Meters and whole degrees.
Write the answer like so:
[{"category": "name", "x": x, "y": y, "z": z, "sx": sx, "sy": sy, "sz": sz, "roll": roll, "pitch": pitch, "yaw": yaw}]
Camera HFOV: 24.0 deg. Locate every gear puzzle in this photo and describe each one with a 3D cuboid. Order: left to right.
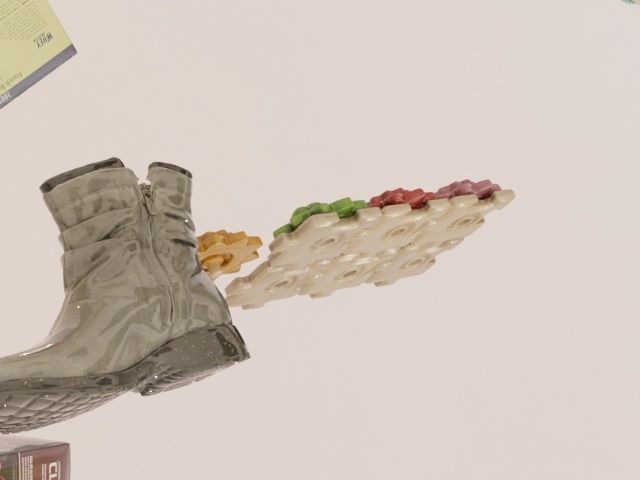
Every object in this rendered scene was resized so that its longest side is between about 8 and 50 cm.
[{"category": "gear puzzle", "x": 0.000, "y": 0.000, "z": 1.318, "sx": 0.339, "sy": 0.175, "sz": 0.044, "roll": -8, "pitch": -113, "yaw": -38}]

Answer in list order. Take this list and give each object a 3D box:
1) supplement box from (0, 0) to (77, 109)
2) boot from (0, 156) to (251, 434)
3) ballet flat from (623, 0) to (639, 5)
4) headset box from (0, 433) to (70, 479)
[{"category": "supplement box", "x": -0.214, "y": -0.134, "z": 0.944, "sx": 0.083, "sy": 0.056, "sz": 0.083, "roll": -39, "pitch": -48, "yaw": -13}, {"category": "boot", "x": -0.158, "y": 0.030, "z": 0.996, "sx": 0.246, "sy": 0.083, "sz": 0.161, "roll": -11, "pitch": -103, "yaw": -54}, {"category": "ballet flat", "x": 0.190, "y": -0.146, "z": 0.722, "sx": 0.168, "sy": 0.052, "sz": 0.057, "roll": -36, "pitch": -80, "yaw": -52}, {"category": "headset box", "x": -0.352, "y": 0.211, "z": 1.188, "sx": 0.293, "sy": 0.218, "sz": 0.110, "roll": 1, "pitch": -88, "yaw": -64}]
